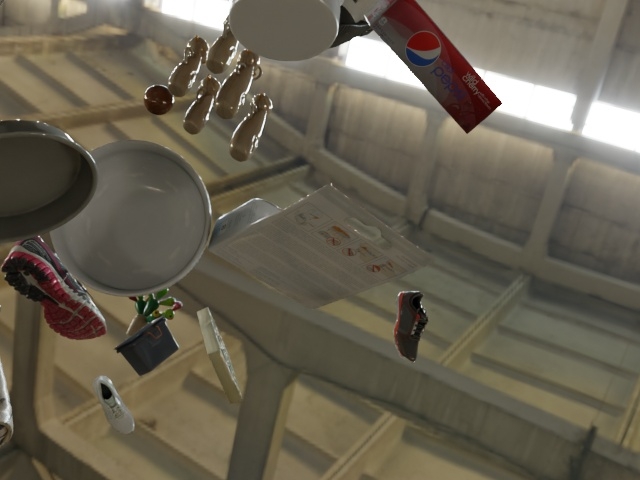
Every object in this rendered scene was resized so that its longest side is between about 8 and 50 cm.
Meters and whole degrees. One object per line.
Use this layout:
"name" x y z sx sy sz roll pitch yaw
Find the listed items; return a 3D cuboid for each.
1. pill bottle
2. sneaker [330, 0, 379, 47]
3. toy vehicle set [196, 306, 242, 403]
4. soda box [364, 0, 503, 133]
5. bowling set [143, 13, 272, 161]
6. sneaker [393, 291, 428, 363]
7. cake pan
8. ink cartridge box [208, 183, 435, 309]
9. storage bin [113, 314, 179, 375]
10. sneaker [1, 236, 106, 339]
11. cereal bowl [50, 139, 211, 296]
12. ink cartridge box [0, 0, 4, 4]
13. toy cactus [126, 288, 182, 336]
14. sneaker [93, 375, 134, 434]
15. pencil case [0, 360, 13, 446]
"pill bottle" -0.036 -0.376 0.989 0.162 0.162 0.278 8 -116 -8
"sneaker" 0.052 -0.512 1.705 0.331 0.146 0.122 -27 -178 -35
"toy vehicle set" -0.280 0.312 2.158 0.035 0.166 0.267 -22 -156 -7
"soda box" 0.193 -0.309 1.341 0.263 0.083 0.092 42 -164 -22
"bowling set" -0.207 -0.290 1.401 0.200 0.287 0.154 12 -124 11
"sneaker" 0.195 0.179 1.657 0.065 0.157 0.061 -17 156 39
"cake pan" -0.539 -0.103 1.365 0.293 0.293 0.054 -5 -125 -35
"ink cartridge box" 0.000 0.000 1.638 0.308 0.385 0.091 34 -130 -30
"storage bin" -0.401 0.251 1.862 0.091 0.098 0.135 57 -139 -6
"sneaker" -0.579 0.111 1.773 0.121 0.299 0.112 -19 -145 16
"cereal bowl" -0.404 -0.043 1.713 0.339 0.338 0.141 11 175 -3
"ink cartridge box" -0.685 -0.548 1.557 0.171 0.056 0.235 30 167 -30
"toy cactus" -0.516 0.209 2.340 0.219 0.180 0.112 26 168 37
"sneaker" -0.481 0.385 1.818 0.054 0.152 0.061 -32 -177 -17
"pencil case" -0.875 0.330 1.921 0.184 0.160 0.410 -1 -129 -39
